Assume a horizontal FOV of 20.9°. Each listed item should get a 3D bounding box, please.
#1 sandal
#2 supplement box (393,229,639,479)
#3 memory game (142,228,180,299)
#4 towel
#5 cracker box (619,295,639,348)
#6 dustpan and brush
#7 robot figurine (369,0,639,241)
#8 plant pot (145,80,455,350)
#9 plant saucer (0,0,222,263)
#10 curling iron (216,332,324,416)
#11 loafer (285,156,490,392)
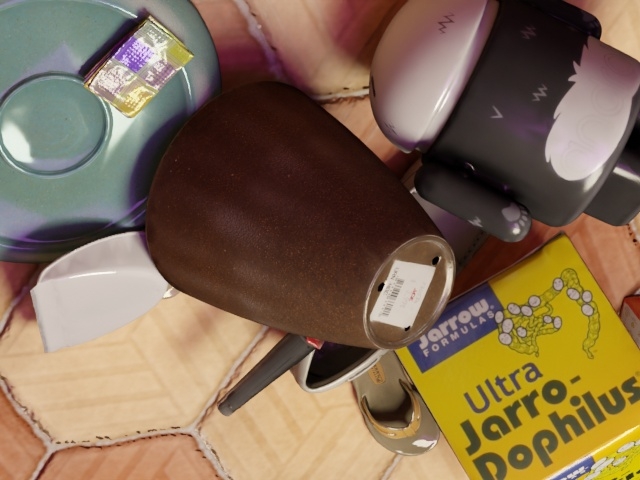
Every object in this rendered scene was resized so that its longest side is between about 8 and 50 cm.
[{"bbox_3d":[0.077,0.174,1.830,0.072,0.049,0.180,-28,129,-1],"label":"sandal"},{"bbox_3d":[0.220,0.166,1.697,0.194,0.195,0.356,-31,158,2],"label":"supplement box"},{"bbox_3d":[-0.132,-0.022,1.633,0.186,0.012,0.186,-11,127,-15],"label":"memory game"},{"bbox_3d":[-0.155,-0.145,1.474,0.083,0.009,0.060,-43,124,11],"label":"towel"},{"bbox_3d":[0.399,0.168,1.943,0.155,0.067,0.232,-5,126,-18],"label":"cracker box"},{"bbox_3d":[-0.165,0.024,1.602,0.211,0.060,0.147,-16,153,-11],"label":"dustpan and brush"},{"bbox_3d":[0.178,-0.118,1.549,0.278,0.209,0.174,26,113,-4],"label":"robot figurine"},{"bbox_3d":[0.000,0.000,1.518,0.215,0.230,0.215,-24,129,-33],"label":"plant pot"},{"bbox_3d":[-0.235,-0.106,1.504,0.317,0.044,0.318,-9,123,-13],"label":"plant saucer"},{"bbox_3d":[0.007,0.090,1.629,0.274,0.035,0.068,-35,95,18],"label":"curling iron"},{"bbox_3d":[0.084,0.025,1.676,0.112,0.111,0.319,35,106,-12],"label":"loafer"}]
